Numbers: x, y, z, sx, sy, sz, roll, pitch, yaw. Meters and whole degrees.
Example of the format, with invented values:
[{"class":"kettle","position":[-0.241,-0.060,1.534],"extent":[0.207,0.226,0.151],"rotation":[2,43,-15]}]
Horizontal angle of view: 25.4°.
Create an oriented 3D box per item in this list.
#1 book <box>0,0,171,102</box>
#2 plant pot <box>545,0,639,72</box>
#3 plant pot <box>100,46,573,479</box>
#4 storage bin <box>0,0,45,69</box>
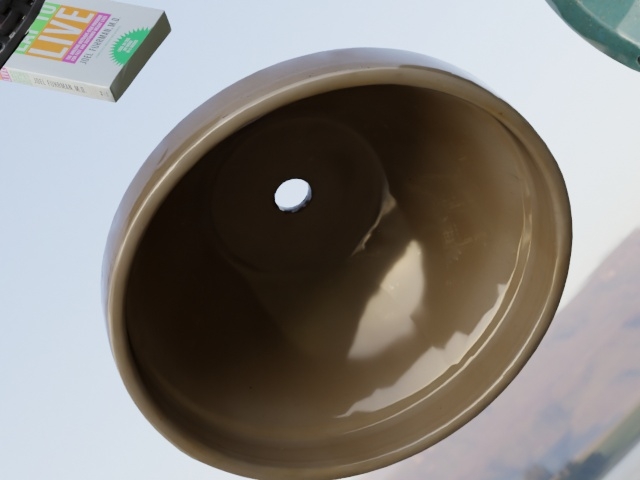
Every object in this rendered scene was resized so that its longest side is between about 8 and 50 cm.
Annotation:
[{"class":"book","position":[-0.211,-0.165,1.207],"extent":[0.096,0.144,0.035],"rotation":[-60,-30,-34]},{"class":"plant pot","position":[0.209,-0.196,0.682],"extent":[0.196,0.293,0.293],"rotation":[-46,-12,-29]},{"class":"plant pot","position":[0.000,0.000,0.733],"extent":[0.237,0.110,0.237],"rotation":[-9,-59,-15]},{"class":"storage bin","position":[-0.199,-0.095,0.616],"extent":[0.084,0.122,0.180],"rotation":[24,-57,-33]}]
